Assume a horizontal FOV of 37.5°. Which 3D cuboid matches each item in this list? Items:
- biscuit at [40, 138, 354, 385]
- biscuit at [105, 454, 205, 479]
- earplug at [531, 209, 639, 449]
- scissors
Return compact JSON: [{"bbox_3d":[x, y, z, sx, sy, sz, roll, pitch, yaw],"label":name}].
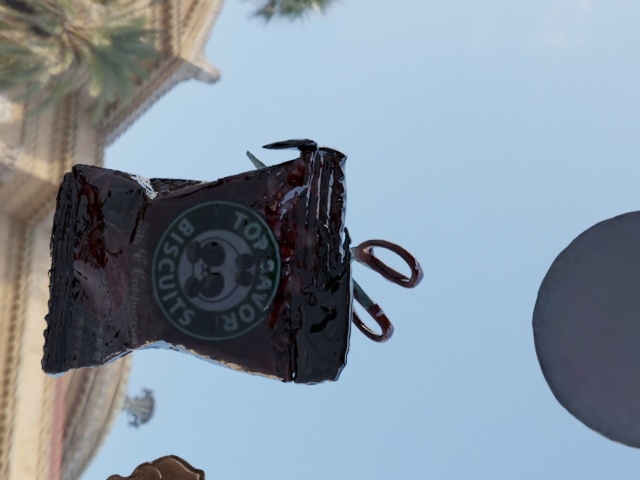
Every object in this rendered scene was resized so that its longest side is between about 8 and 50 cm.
[{"bbox_3d":[-0.088,0.015,0.610,0.235,0.063,0.151,-2,-97,22],"label":"biscuit"},{"bbox_3d":[-0.199,0.304,1.124,0.131,0.019,0.102,-14,-136,-8],"label":"biscuit"},{"bbox_3d":[0.304,0.085,0.786,0.172,0.301,0.172,-6,-103,28],"label":"earplug"},{"bbox_3d":[0.000,0.000,1.046,0.248,0.017,0.144,40,-41,17],"label":"scissors"}]
